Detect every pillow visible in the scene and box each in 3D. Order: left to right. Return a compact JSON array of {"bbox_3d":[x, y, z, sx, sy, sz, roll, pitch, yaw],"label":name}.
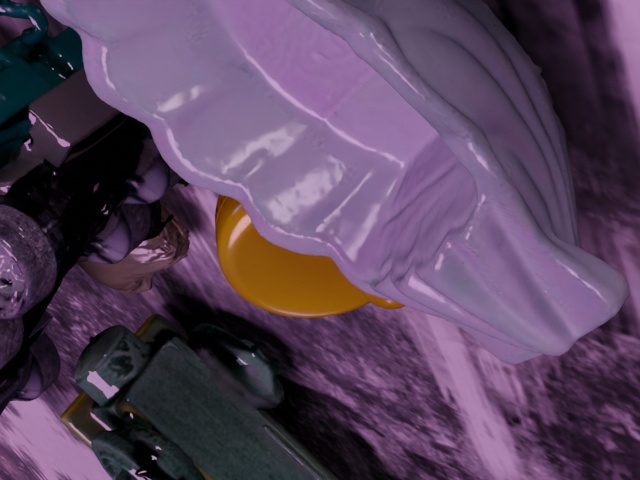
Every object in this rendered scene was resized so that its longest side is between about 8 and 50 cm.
[{"bbox_3d":[-0.173,-0.043,1.031,0.208,0.053,0.119,45,147,-11],"label":"pillow"}]

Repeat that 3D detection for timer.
[{"bbox_3d":[0.000,0.000,0.808,0.107,0.109,0.107,-4,136,-4],"label":"timer"}]

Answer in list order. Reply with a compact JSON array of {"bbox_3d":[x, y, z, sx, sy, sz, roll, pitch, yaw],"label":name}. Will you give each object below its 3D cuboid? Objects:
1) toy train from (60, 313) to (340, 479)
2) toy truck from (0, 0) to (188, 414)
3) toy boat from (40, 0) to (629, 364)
[{"bbox_3d":[-0.047,0.199,1.189,0.369,0.150,0.237,44,161,-10],"label":"toy train"},{"bbox_3d":[-0.214,-0.001,0.938,0.178,0.176,0.363,38,131,6],"label":"toy truck"},{"bbox_3d":[0.012,-0.065,0.692,0.290,0.100,0.199,41,156,-5],"label":"toy boat"}]
